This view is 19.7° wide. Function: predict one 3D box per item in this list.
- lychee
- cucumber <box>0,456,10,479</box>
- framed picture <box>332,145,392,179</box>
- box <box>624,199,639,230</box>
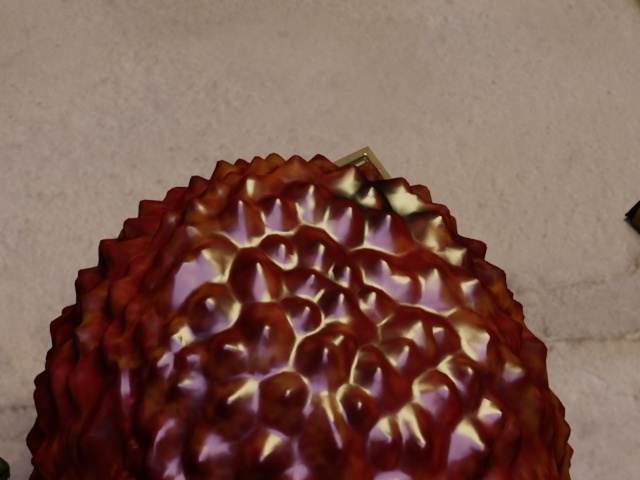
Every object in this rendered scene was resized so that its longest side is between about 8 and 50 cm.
[{"bbox_3d":[-0.012,0.176,1.411,0.425,0.424,0.500,-8,77,-15],"label":"lychee"},{"bbox_3d":[-0.388,0.205,1.516,0.265,0.077,0.077,-4,60,-11],"label":"cucumber"},{"bbox_3d":[0.000,0.000,1.751,0.201,0.010,0.136,-26,66,-24],"label":"framed picture"},{"bbox_3d":[0.443,-0.044,1.827,0.240,0.071,0.159,-34,73,-27],"label":"box"}]
